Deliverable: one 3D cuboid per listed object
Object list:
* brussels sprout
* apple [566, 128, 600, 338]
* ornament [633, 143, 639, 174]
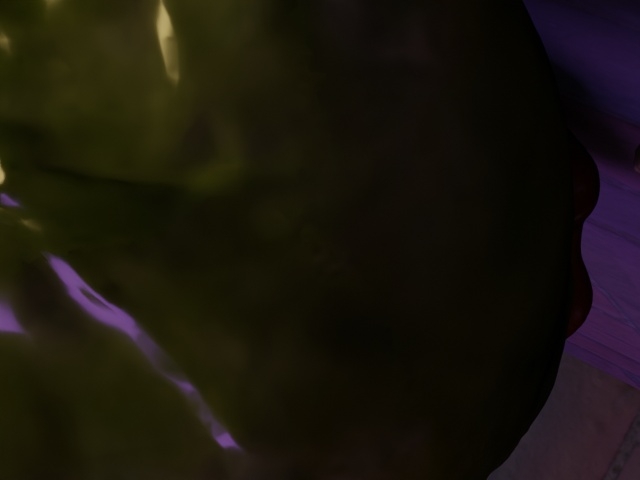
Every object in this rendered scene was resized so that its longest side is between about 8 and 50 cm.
[{"bbox_3d":[-0.073,-0.015,0.682,0.361,0.425,0.342,5,-165,18],"label":"brussels sprout"},{"bbox_3d":[0.000,0.000,0.996,0.317,0.288,0.288,6,166,23],"label":"apple"},{"bbox_3d":[0.251,-0.012,0.710,0.201,0.059,0.180,23,175,45],"label":"ornament"}]
